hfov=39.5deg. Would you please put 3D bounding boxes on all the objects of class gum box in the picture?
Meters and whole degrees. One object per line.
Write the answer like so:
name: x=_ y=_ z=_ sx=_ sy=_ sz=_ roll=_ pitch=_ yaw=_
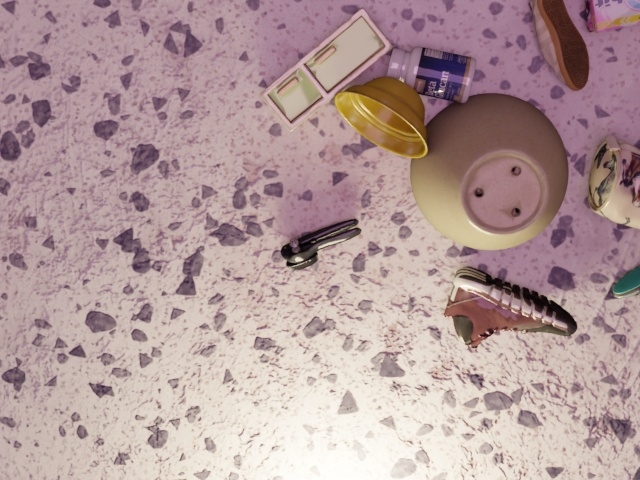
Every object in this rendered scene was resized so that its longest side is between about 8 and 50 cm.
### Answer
gum box: x=0.616 y=-0.483 z=1.766 sx=0.188 sy=0.062 sz=0.107 roll=-11 pitch=103 yaw=6

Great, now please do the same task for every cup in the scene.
cup: x=0.350 y=-0.117 z=1.786 sx=0.331 sy=0.237 sz=0.331 roll=1 pitch=105 yaw=3

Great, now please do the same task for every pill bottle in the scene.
pill bottle: x=0.222 y=-0.339 z=1.806 sx=0.169 sy=0.094 sz=0.094 roll=12 pitch=105 yaw=4

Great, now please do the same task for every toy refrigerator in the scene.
toy refrigerator: x=0.013 y=-0.348 z=1.817 sx=0.269 sy=0.094 sz=0.102 roll=-37 pitch=100 yaw=12

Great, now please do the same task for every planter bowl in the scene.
planter bowl: x=0.142 y=-0.265 z=1.797 sx=0.217 sy=0.217 sz=0.090 roll=34 pitch=77 yaw=-6

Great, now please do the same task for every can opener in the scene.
can opener: x=0.000 y=0.000 z=1.934 sx=0.186 sy=0.073 sz=0.059 roll=-28 pitch=62 yaw=6

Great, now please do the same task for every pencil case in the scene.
pencil case: x=0.748 y=-0.090 z=1.808 sx=0.410 sy=0.160 sz=0.183 roll=15 pitch=121 yaw=-1

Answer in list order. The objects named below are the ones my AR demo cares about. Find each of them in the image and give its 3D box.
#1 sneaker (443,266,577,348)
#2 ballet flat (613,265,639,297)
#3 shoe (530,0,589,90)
sneaker: x=0.399 y=0.179 z=1.938 sx=0.281 sy=0.106 sz=0.162 roll=24 pitch=110 yaw=7
ballet flat: x=0.716 y=0.072 z=1.906 sx=0.188 sy=0.070 sz=0.070 roll=-41 pitch=99 yaw=15
shoe: x=0.482 y=-0.405 z=1.803 sx=0.076 sy=0.058 sz=0.219 roll=-32 pitch=107 yaw=-21
